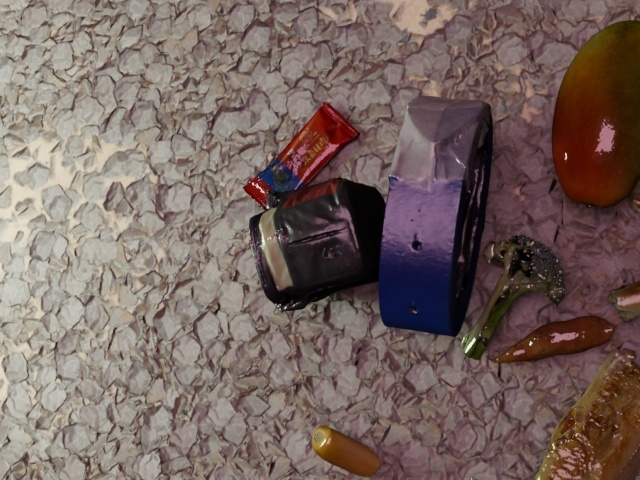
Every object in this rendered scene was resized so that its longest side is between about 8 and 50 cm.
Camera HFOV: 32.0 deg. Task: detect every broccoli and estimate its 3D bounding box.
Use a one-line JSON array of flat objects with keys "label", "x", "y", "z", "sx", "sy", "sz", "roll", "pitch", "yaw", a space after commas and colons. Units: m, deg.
[{"label": "broccoli", "x": 0.274, "y": 0.087, "z": 1.645, "sx": 0.122, "sy": 0.118, "sz": 0.204, "roll": 32, "pitch": 108, "yaw": -10}]

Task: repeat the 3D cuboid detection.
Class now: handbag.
[{"label": "handbag", "x": 0.000, "y": 0.000, "z": 1.653, "sx": 0.181, "sy": 0.254, "sz": 0.181, "roll": -17, "pitch": 87, "yaw": 16}]

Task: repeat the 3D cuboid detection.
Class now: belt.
[{"label": "belt", "x": 0.168, "y": -0.038, "z": 1.630, "sx": 0.117, "sy": 0.212, "sz": 0.346, "roll": 8, "pitch": 82, "yaw": 20}]

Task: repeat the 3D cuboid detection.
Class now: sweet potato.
[{"label": "sweet potato", "x": 0.336, "y": 0.148, "z": 1.630, "sx": 0.195, "sy": 0.056, "sz": 0.056, "roll": -17, "pitch": 75, "yaw": 18}]

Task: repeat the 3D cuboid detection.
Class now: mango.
[{"label": "mango", "x": 0.414, "y": -0.189, "z": 1.630, "sx": 0.146, "sy": 0.129, "sz": 0.289, "roll": -11, "pitch": 62, "yaw": 41}]

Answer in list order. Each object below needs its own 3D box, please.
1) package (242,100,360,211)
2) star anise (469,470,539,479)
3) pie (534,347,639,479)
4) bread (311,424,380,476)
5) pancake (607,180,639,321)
[{"label": "package", "x": -0.032, "y": -0.129, "z": 1.811, "sx": 0.200, "sy": 0.022, "sz": 0.083, "roll": -46, "pitch": 71, "yaw": 3}, {"label": "star anise", "x": 0.270, "y": 0.434, "z": 1.585, "sx": 0.197, "sy": 0.073, "sz": 0.212, "roll": -3, "pitch": 76, "yaw": 13}, {"label": "pie", "x": 0.394, "y": 0.284, "z": 1.560, "sx": 0.129, "sy": 0.068, "sz": 0.282, "roll": 31, "pitch": 74, "yaw": 18}, {"label": "bread", "x": 0.034, "y": 0.321, "z": 1.697, "sx": 0.062, "sy": 0.103, "sz": 0.049, "roll": 3, "pitch": 64, "yaw": 61}, {"label": "pancake", "x": 0.531, "y": -0.049, "z": 1.605, "sx": 0.197, "sy": 0.054, "sz": 0.376, "roll": 26, "pitch": 87, "yaw": 21}]
